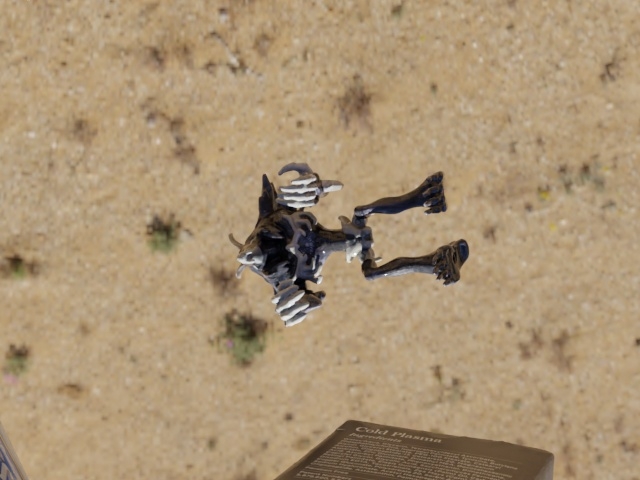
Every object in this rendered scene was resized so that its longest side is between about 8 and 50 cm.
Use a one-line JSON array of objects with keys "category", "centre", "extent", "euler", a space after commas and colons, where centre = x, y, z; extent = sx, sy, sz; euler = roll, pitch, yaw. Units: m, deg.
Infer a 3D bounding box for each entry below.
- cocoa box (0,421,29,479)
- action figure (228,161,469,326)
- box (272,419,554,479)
[{"category": "cocoa box", "centre": [-0.316, 0.144, 0.682], "extent": [0.231, 0.347, 0.228], "euler": [-32, 164, 3]}, {"category": "action figure", "centre": [0.000, 0.000, 1.248], "extent": [0.275, 0.164, 0.141], "euler": [-10, 175, 29]}, {"category": "box", "centre": [0.036, 0.336, 0.853], "extent": [0.178, 0.312, 0.343], "euler": [6, 101, 20]}]
